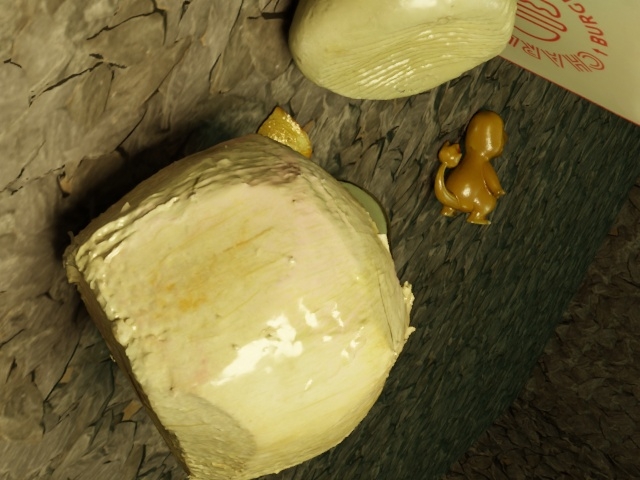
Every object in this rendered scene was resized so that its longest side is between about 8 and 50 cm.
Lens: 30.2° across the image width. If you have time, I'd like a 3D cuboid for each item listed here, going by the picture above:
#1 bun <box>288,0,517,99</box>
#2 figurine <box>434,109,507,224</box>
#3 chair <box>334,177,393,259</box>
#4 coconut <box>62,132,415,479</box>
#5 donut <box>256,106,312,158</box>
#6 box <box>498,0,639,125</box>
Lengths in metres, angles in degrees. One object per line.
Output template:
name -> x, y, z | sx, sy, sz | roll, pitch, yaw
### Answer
bun -> 0.077, -0.227, 1.136 | 0.231, 0.133, 0.231 | -13, 164, -4
figurine -> 0.225, -0.121, 1.805 | 0.122, 0.121, 0.176 | 28, 81, -44
chair -> 0.000, 0.000, 1.326 | 0.170, 0.160, 0.326 | -54, 160, -23
coconut -> -0.061, 0.054, 1.035 | 0.254, 0.297, 0.297 | -31, 155, -11
donut -> -0.045, -0.096, 1.252 | 0.038, 0.067, 0.083 | -54, -166, -27
box -> 0.289, -0.353, 1.228 | 0.300, 0.314, 0.312 | -57, 161, -8
